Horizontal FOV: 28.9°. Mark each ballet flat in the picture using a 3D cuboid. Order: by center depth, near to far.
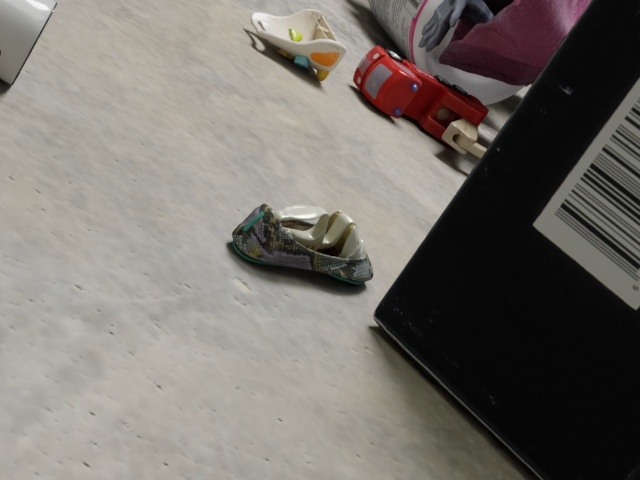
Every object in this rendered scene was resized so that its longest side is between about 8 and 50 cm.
[{"bbox_3d":[0.000,0.000,0.715,0.114,0.041,0.041,13,28,-48],"label":"ballet flat"}]

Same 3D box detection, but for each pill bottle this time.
[{"bbox_3d":[0.147,-0.284,1.457,0.160,0.160,0.283,24,21,-27],"label":"pill bottle"}]

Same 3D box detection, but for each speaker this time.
[{"bbox_3d":[-0.217,-0.141,0.676,0.136,0.055,0.055,29,20,-16],"label":"speaker"}]

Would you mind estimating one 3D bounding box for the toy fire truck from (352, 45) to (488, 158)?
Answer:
[{"bbox_3d":[0.130,-0.106,1.173,0.192,0.047,0.135,22,22,-32],"label":"toy fire truck"}]

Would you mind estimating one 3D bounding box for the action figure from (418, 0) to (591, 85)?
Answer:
[{"bbox_3d":[0.302,-0.186,1.261,0.370,0.275,0.248,24,6,-12],"label":"action figure"}]

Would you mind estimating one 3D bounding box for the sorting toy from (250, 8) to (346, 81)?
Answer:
[{"bbox_3d":[-0.026,-0.183,1.119,0.075,0.045,0.083,18,24,-22],"label":"sorting toy"}]

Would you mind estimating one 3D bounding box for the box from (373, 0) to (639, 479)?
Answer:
[{"bbox_3d":[0.233,-0.016,0.746,0.183,0.296,0.294,43,20,26],"label":"box"}]
